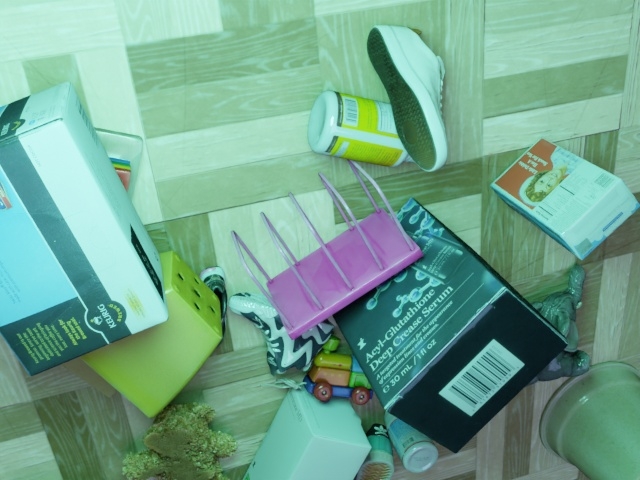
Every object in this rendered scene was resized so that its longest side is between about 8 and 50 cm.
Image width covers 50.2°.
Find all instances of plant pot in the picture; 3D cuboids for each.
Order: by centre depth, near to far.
[{"bbox_3d":[-0.295,0.147,1.235,0.187,0.212,0.212,-34,117,7],"label":"plant pot"},{"bbox_3d":[0.799,0.537,1.770,0.334,0.305,0.333,-7,117,-15],"label":"plant pot"}]

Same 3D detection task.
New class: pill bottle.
[{"bbox_3d":[0.093,-0.203,1.277,0.215,0.117,0.117,8,113,-21],"label":"pill bottle"},{"bbox_3d":[0.210,0.467,1.627,0.087,0.160,0.087,-7,118,-14],"label":"pill bottle"}]

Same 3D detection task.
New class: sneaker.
[{"bbox_3d":[0.187,-0.262,1.210,0.123,0.290,0.106,-11,163,-24],"label":"sneaker"},{"bbox_3d":[-0.220,0.146,1.375,0.072,0.077,0.178,-6,118,-14],"label":"sneaker"},{"bbox_3d":[-0.101,0.207,1.423,0.235,0.094,0.153,20,96,-31],"label":"sneaker"},{"bbox_3d":[0.108,0.565,1.681,0.108,0.121,0.302,18,132,-9],"label":"sneaker"}]

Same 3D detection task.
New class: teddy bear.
[{"bbox_3d":[-0.302,0.477,1.512,0.245,0.113,0.338,-23,128,2],"label":"teddy bear"}]

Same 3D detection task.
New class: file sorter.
[{"bbox_3d":[0.000,0.000,1.302,0.291,0.202,0.182,-33,119,0],"label":"file sorter"}]

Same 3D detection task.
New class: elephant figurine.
[{"bbox_3d":[0.549,0.200,1.619,0.170,0.186,0.239,-2,112,12],"label":"elephant figurine"}]

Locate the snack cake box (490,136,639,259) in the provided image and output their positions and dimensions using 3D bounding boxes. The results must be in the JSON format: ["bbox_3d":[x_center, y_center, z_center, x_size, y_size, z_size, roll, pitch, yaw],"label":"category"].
[{"bbox_3d":[0.481,-0.091,1.373,0.152,0.264,0.089,-45,120,8],"label":"snack cake box"}]

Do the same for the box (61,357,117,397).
[{"bbox_3d":[-0.412,0.210,1.377,0.201,0.021,0.164,-40,121,4],"label":"box"}]

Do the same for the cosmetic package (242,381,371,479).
[{"bbox_3d":[-0.050,0.533,1.557,0.155,0.197,0.365,17,108,-24],"label":"cosmetic package"}]

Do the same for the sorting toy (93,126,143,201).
[{"bbox_3d":[-0.457,-0.071,1.182,0.256,0.089,0.257,9,113,-21],"label":"sorting toy"}]

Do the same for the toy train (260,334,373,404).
[{"bbox_3d":[0.003,0.270,1.508,0.248,0.105,0.143,10,96,-15],"label":"toy train"}]

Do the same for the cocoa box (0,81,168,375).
[{"bbox_3d":[-0.410,-0.020,1.034,0.228,0.231,0.347,-23,120,-5],"label":"cocoa box"}]

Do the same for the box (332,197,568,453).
[{"bbox_3d":[0.218,0.148,1.332,0.212,0.395,0.293,37,100,-29],"label":"box"}]
